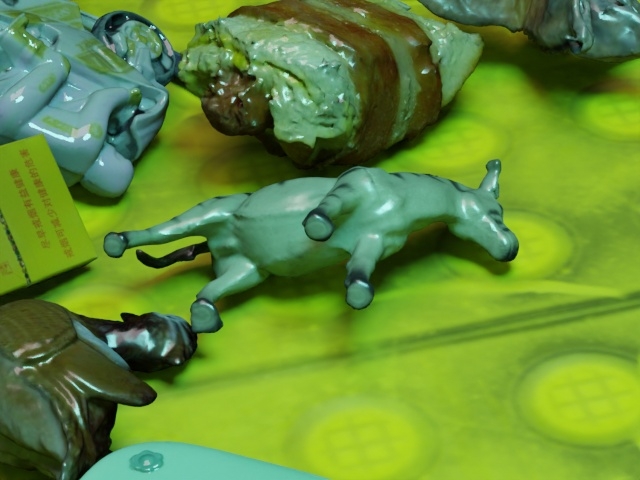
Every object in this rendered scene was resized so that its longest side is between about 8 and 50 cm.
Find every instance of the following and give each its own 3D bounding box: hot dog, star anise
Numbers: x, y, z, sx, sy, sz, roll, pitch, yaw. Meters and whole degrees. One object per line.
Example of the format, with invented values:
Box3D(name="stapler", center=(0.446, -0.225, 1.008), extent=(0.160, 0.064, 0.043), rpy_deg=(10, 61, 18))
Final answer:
Box3D(name="hot dog", center=(0.007, -0.104, 1.245), extent=(0.213, 0.103, 0.146), rpy_deg=(-12, 30, -44))
Box3D(name="star anise", center=(0.156, -0.167, 1.312), extent=(0.171, 0.063, 0.208), rpy_deg=(1, 19, -47))

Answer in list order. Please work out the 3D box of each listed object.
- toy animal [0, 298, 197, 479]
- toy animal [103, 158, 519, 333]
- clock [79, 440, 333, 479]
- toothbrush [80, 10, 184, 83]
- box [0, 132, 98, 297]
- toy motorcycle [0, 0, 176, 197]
Box3D(name="toy animal", center=(-0.129, 0.081, 1.011), extent=(0.179, 0.089, 0.188), rpy_deg=(-4, 26, -27))
Box3D(name="toy animal", center=(0.000, -0.006, 1.119), extent=(0.217, 0.073, 0.176), rpy_deg=(-5, 11, 19))
Box3D(name="clock", center=(-0.070, 0.182, 0.862), extent=(0.159, 0.066, 0.211), rpy_deg=(13, 38, 24))
Box3D(name="toothbrush", center=(-0.137, -0.145, 1.390), extent=(0.026, 0.024, 0.288), rpy_deg=(-15, 32, -39))
Box3D(name="box", center=(-0.207, -0.004, 1.112), extent=(0.023, 0.087, 0.155), rpy_deg=(-22, 0, 44))
Box3D(name="toy motorcycle", center=(-0.175, -0.093, 1.231), extent=(0.225, 0.073, 0.152), rpy_deg=(0, 57, -40))
